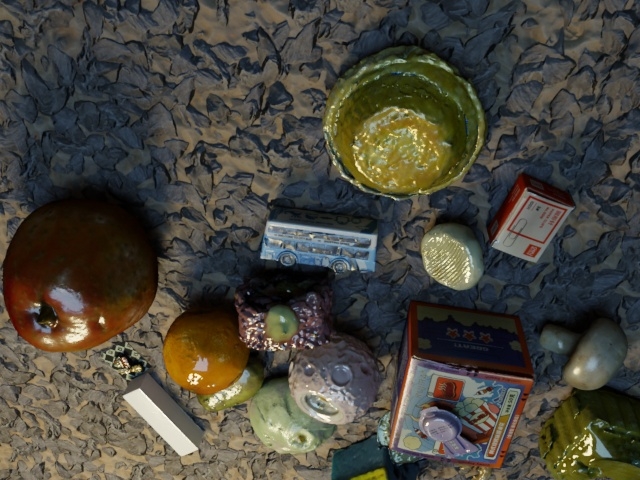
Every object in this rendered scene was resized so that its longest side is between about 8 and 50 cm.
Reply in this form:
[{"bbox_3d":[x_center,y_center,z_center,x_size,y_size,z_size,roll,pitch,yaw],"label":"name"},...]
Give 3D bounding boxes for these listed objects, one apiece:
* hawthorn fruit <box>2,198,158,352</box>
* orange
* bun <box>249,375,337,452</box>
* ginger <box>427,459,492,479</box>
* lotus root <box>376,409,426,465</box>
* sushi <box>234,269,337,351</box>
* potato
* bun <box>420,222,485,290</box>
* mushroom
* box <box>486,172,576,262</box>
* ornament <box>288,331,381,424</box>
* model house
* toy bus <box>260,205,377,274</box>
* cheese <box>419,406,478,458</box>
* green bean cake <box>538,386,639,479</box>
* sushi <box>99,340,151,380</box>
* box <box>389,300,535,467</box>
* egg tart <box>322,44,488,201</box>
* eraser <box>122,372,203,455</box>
[{"bbox_3d":[-0.619,0.099,1.642,0.402,0.403,0.403,3,121,5],"label":"hawthorn fruit"},{"bbox_3d":[-0.314,0.304,1.802,0.245,0.246,0.246,3,121,5],"label":"orange"},{"bbox_3d":[-0.087,0.551,1.958,0.282,0.179,0.284,5,123,7],"label":"bun"},{"bbox_3d":[0.431,0.660,2.028,0.258,0.065,0.149,29,107,-3],"label":"ginger"},{"bbox_3d":[0.264,0.581,1.976,0.203,0.078,0.184,-6,94,-7],"label":"lotus root"},{"bbox_3d":[-0.090,0.186,1.716,0.269,0.236,0.171,1,111,8],"label":"sushi"},{"bbox_3d":[-0.270,0.427,1.950,0.251,0.113,0.149,-39,103,17],"label":"potato"},{"bbox_3d":[0.342,0.031,1.637,0.183,0.102,0.184,27,133,33],"label":"bun"},{"bbox_3d":[0.706,0.290,1.718,0.206,0.209,0.207,-10,118,-20],"label":"mushroom"},{"bbox_3d":[0.506,-0.052,1.567,0.133,0.099,0.182,22,121,-8],"label":"box"},{"bbox_3d":[0.041,0.375,1.804,0.259,0.225,0.260,19,141,16],"label":"ornament"},{"bbox_3d":[0.163,0.779,2.001,0.237,0.303,0.216,-30,106,23],"label":"model house"},{"bbox_3d":[0.000,0.000,1.664,0.296,0.106,0.131,8,119,1],"label":"toy bus"},{"bbox_3d":[0.319,0.489,1.652,0.105,0.042,0.191,-25,115,24],"label":"cheese"},{"bbox_3d":[0.819,0.598,1.856,0.309,0.202,0.285,18,124,-3],"label":"green bean cake"},{"bbox_3d":[-0.611,0.384,2.015,0.120,0.026,0.126,-30,112,23],"label":"sushi"},{"bbox_3d":[0.366,0.392,1.760,0.318,0.257,0.349,10,122,3],"label":"box"},{"bbox_3d":[0.186,-0.242,1.467,0.387,0.169,0.388,5,126,6],"label":"egg tart"},{"bbox_3d":[-0.499,0.560,2.076,0.078,0.076,0.298,-26,114,21],"label":"eraser"}]
